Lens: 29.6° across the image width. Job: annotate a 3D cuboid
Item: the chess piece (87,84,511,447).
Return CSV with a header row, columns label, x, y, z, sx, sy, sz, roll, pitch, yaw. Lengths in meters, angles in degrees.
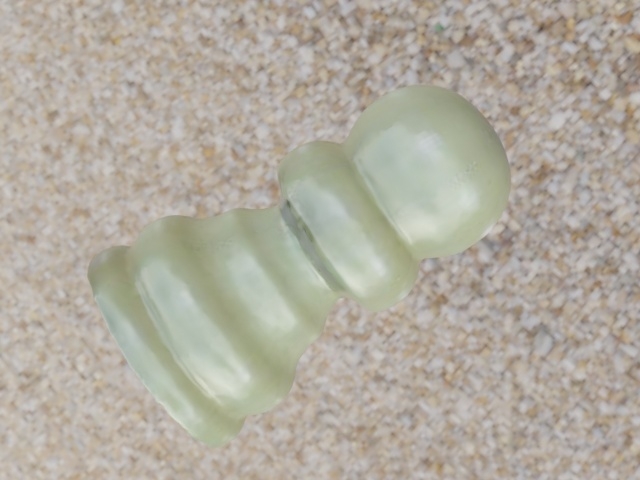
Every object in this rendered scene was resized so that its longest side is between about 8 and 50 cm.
label,x,y,z,sx,sy,sz,roll,pitch,yaw
chess piece,0.000,0.000,0.746,0.251,0.144,0.144,-34,97,7
